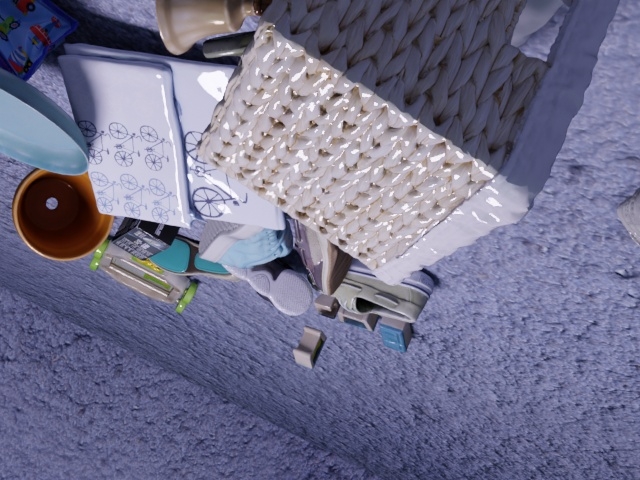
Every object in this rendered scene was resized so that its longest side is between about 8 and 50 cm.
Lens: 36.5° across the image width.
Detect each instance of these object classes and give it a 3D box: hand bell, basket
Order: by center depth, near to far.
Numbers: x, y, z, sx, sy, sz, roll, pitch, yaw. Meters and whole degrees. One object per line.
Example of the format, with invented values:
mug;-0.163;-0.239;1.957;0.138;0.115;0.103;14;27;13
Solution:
basket;0.083;-0.181;0.926;0.266;0.328;0.331;30;159;-8
hand bell;-0.064;-0.288;1.179;0.242;0.126;0.126;4;154;14

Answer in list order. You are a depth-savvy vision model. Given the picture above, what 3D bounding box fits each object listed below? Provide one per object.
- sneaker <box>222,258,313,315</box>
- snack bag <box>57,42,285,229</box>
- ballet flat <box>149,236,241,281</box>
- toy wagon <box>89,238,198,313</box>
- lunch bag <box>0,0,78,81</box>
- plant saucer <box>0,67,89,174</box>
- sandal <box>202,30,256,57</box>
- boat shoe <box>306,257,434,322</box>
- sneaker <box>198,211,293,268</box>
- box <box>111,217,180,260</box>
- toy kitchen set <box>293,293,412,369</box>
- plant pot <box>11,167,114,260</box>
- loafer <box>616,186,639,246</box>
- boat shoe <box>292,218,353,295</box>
sneaker;-0.134;0.050;1.998;0.268;0.101;0.153;44;173;-6
snack bag;-0.219;-0.144;1.506;0.343;0.037;0.323;9;133;12
ballet flat;-0.277;0.045;2.183;0.249;0.086;0.086;14;156;23
toy wagon;-0.437;0.076;2.430;0.267;0.068;0.344;28;158;-9
lunch bag;-0.549;-0.362;1.469;0.293;0.138;0.221;44;155;-22
plant saucer;-0.492;-0.200;1.486;0.318;0.043;0.317;21;162;7
sandal;-0.010;-0.195;1.181;0.120;0.086;0.303;3;174;44
boat shoe;0.079;0.094;1.885;0.302;0.094;0.109;3;150;45
sneaker;-0.103;-0.035;1.756;0.150;0.135;0.366;15;163;-19
box;-0.321;-0.052;1.896;0.078;0.147;0.180;33;157;-19
toy kitchen set;0.071;0.227;2.107;0.207;0.166;0.122;17;157;19
plant pot;-0.563;-0.070;2.074;0.205;0.205;0.188;35;172;-25
loafer;0.525;0.030;1.260;0.319;0.112;0.111;38;161;-12
boat shoe;0.000;0.000;1.753;0.092;0.102;0.285;24;155;18
